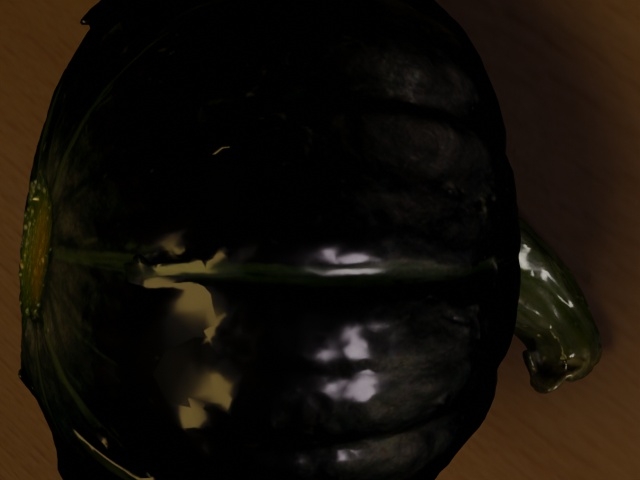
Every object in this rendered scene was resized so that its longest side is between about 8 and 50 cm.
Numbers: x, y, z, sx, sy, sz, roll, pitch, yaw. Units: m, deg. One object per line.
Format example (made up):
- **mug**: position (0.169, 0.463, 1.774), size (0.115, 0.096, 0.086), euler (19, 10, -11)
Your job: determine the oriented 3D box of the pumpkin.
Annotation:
- **pumpkin**: position (0.000, 0.000, 0.879), size (0.296, 0.296, 0.296), euler (31, 137, 35)
